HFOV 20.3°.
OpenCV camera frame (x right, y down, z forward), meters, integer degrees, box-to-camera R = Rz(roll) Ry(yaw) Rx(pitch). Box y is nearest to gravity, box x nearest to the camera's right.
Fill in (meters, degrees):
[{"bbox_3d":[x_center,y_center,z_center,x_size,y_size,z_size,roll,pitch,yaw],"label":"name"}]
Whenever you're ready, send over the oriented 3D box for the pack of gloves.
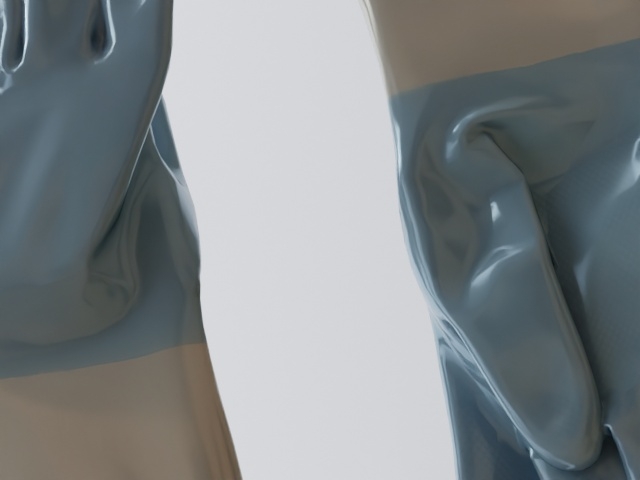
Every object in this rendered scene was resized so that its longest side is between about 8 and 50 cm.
[{"bbox_3d":[0.000,0.000,0.428,0.046,0.195,0.232,58,-159,-67],"label":"pack of gloves"}]
